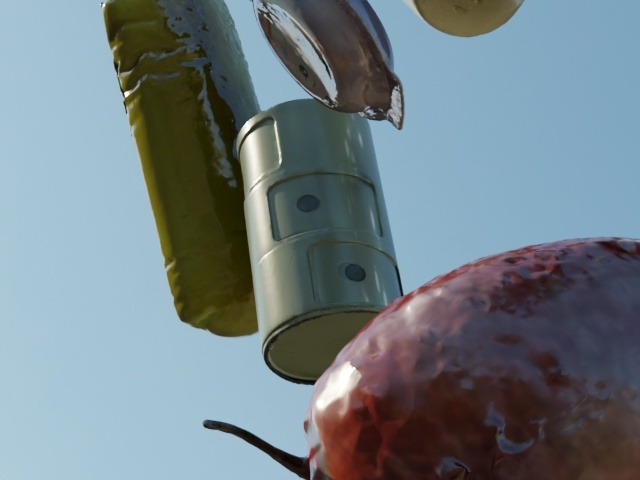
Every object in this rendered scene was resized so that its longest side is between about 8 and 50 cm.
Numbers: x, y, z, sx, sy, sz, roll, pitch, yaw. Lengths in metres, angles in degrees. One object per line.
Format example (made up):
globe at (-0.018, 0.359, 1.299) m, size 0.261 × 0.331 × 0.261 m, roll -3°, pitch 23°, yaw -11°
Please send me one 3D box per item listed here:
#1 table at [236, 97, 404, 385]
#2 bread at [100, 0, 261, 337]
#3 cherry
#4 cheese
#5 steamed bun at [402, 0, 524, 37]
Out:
table at (0.000, 0.000, 1.210) m, size 0.126 × 0.220 × 0.126 m, roll -6°, pitch -34°, yaw -4°
bread at (-0.106, -0.092, 1.390) m, size 0.112 × 0.383 × 0.166 m, roll -21°, pitch -11°, yaw 32°
cherry at (0.102, 0.087, 0.648) m, size 0.192 × 0.250 × 0.175 m, roll 57°, pitch -11°, yaw -27°
cheese at (-0.019, -0.170, 1.024) m, size 0.244 × 0.052 × 0.135 m, roll 46°, pitch -20°, yaw 25°
steamed bun at (0.116, -0.316, 1.216) m, size 0.155 × 0.200 × 0.250 m, roll 1°, pitch -55°, yaw -26°
